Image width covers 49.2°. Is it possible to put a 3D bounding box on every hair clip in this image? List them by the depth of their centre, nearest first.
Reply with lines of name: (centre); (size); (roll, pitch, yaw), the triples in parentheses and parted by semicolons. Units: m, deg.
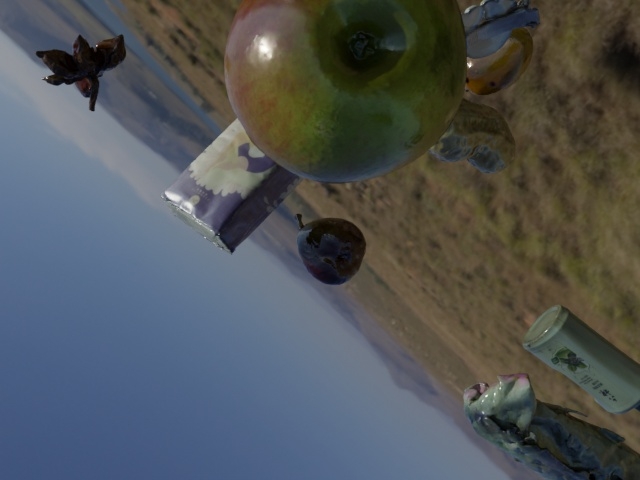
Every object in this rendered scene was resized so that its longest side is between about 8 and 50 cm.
hair clip: (0.306, -0.382, 1.256); (0.116, 0.172, 0.049); (68, 178, -45)

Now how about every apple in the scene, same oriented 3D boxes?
apple: (0.036, -0.240, 0.958); (0.339, 0.339, 0.339); (42, 178, 2)

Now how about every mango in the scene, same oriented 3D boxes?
mango: (0.374, -0.375, 1.491); (0.090, 0.178, 0.115); (-15, -93, -52)

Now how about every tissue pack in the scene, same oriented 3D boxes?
tissue pack: (-0.190, -0.156, 1.706); (0.242, 0.344, 0.125); (30, 162, 37)

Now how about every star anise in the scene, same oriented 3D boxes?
star anise: (-0.497, -0.378, 1.508); (0.111, 0.196, 0.212); (47, 177, 16)

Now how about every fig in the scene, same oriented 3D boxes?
fig: (-0.001, -0.001, 1.817); (0.145, 0.170, 0.274); (8, -160, -38)

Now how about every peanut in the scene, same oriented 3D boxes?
peanut: (0.324, -0.235, 1.546); (0.305, 0.147, 0.147); (8, -161, -34)

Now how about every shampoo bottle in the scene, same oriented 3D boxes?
shampoo bottle: (0.452, 0.209, 1.133); (0.234, 0.087, 0.118); (38, 159, 6)

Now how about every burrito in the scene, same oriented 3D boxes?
burrito: (0.263, 0.219, 0.686); (0.309, 0.066, 0.096); (34, 149, -22)
